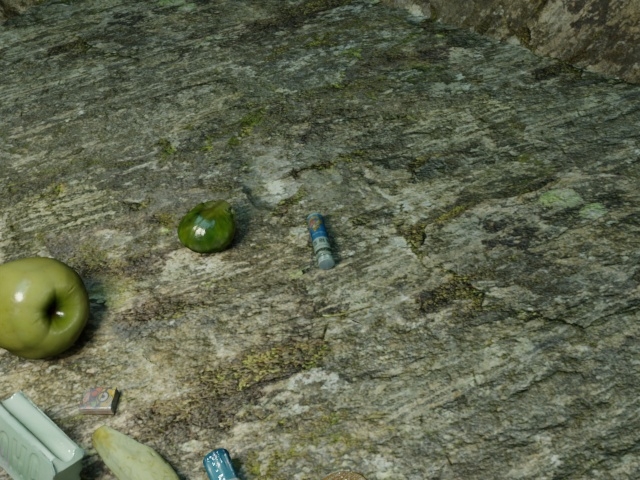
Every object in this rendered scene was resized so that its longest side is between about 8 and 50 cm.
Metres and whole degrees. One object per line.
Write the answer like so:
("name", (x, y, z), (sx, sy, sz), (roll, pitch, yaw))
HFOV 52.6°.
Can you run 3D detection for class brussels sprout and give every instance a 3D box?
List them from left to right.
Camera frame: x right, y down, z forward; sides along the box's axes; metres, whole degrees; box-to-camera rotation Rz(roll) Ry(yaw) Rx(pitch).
("brussels sprout", (-0.327, -0.038, 1.903), (0.181, 0.143, 0.162), (-42, 22, -15))

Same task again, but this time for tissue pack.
("tissue pack", (-0.545, 0.395, 1.597), (0.084, 0.035, 0.063), (-2, 48, 6))

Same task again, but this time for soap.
("soap", (-0.642, 0.473, 1.449), (0.262, 0.150, 0.094), (29, 29, 28))

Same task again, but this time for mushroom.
("mushroom", (-0.387, 0.520, 1.436), (0.107, 0.087, 0.333), (-17, 40, -41))

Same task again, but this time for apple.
("apple", (-0.738, 0.175, 1.663), (0.280, 0.279, 0.279), (-2, 48, 3))

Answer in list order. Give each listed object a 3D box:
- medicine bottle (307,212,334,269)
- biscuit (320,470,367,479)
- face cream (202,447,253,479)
("medicine bottle", (0.000, 0.000, 1.896), (0.051, 0.051, 0.191), (-11, 49, -5))
("biscuit", (0.047, 0.579, 1.371), (0.171, 0.050, 0.170), (-7, 50, 8))
("face cream", (-0.161, 0.591, 1.352), (0.163, 0.080, 0.336), (-21, 50, -19))
